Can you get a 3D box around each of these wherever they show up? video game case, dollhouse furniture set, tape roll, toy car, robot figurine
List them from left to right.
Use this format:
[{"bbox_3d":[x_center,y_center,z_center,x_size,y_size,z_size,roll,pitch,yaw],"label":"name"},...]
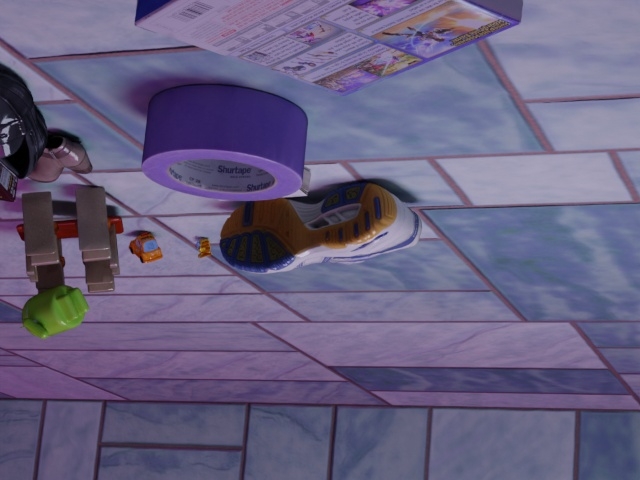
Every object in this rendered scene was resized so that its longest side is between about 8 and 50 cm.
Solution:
[{"bbox_3d":[-0.417,-0.011,2.203,0.259,0.135,0.262,-5,166,-7],"label":"dollhouse furniture set"},{"bbox_3d":[-0.397,0.106,2.250,0.115,0.067,0.101,-20,-167,37],"label":"robot figurine"},{"bbox_3d":[-0.231,0.001,2.322,0.122,0.060,0.040,-8,123,-15],"label":"toy car"},{"bbox_3d":[-0.111,-0.111,1.766,0.189,0.080,0.189,5,164,1],"label":"tape roll"},{"bbox_3d":[0.004,-0.221,1.369,0.244,0.061,0.269,17,161,-33],"label":"video game case"}]

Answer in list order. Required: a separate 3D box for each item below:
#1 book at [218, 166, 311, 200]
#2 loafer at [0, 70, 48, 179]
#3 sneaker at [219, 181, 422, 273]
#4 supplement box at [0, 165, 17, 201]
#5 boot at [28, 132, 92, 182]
[{"bbox_3d":[-0.099,-0.085,1.953,0.144,0.035,0.096,-4,158,33],"label":"book"},{"bbox_3d":[-0.367,-0.135,1.754,0.076,0.078,0.223,4,163,7],"label":"loafer"},{"bbox_3d":[0.000,0.000,2.073,0.296,0.112,0.131,-6,162,36],"label":"sneaker"},{"bbox_3d":[-0.463,-0.118,1.856,0.130,0.073,0.239,4,164,5],"label":"supplement box"},{"bbox_3d":[-0.349,-0.110,1.927,0.118,0.042,0.087,-3,156,22],"label":"boot"}]
